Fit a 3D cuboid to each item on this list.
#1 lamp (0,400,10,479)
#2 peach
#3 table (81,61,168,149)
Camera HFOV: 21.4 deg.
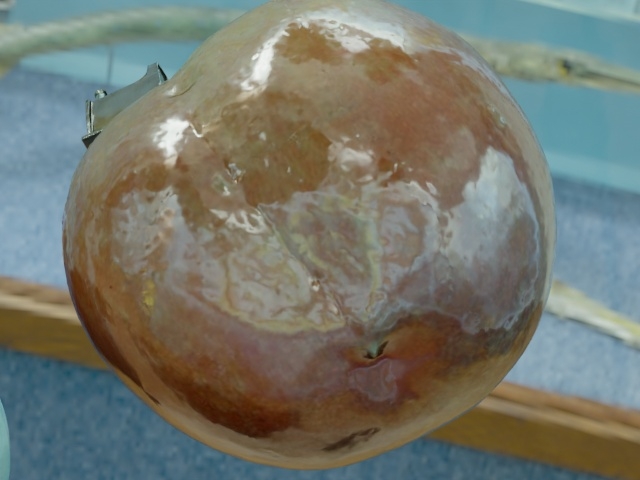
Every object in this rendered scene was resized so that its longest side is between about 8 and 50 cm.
[{"bbox_3d":[-0.292,0.151,1.061,0.209,0.284,0.147,-2,46,13],"label":"lamp"},{"bbox_3d":[0.000,0.000,0.868,0.253,0.252,0.252,8,30,-5],"label":"peach"},{"bbox_3d":[-0.141,-0.083,1.354,0.070,0.083,0.082,-24,33,7],"label":"table"}]
